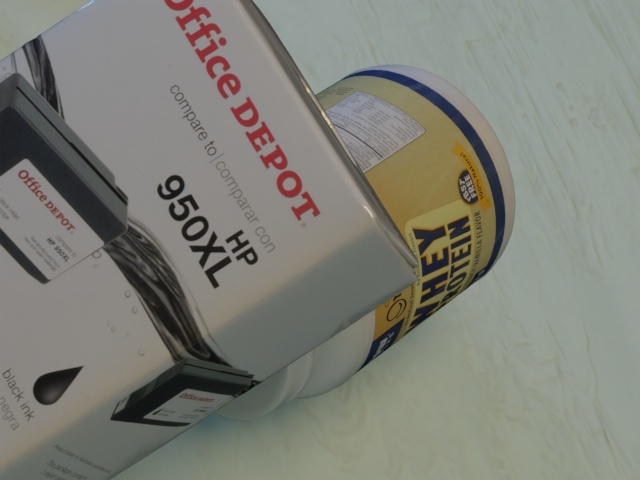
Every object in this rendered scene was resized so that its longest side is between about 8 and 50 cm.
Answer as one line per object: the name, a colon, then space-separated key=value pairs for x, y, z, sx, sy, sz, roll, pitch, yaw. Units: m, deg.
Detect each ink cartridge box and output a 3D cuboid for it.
ink cartridge box: x=-0.168 y=0.001 z=1.450 sx=0.395 sy=0.166 sz=0.285 roll=-33 pitch=70 yaw=3

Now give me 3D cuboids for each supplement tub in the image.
supplement tub: x=0.000 y=0.000 z=1.680 sx=0.316 sy=0.228 sz=0.228 roll=-34 pitch=86 yaw=-39
